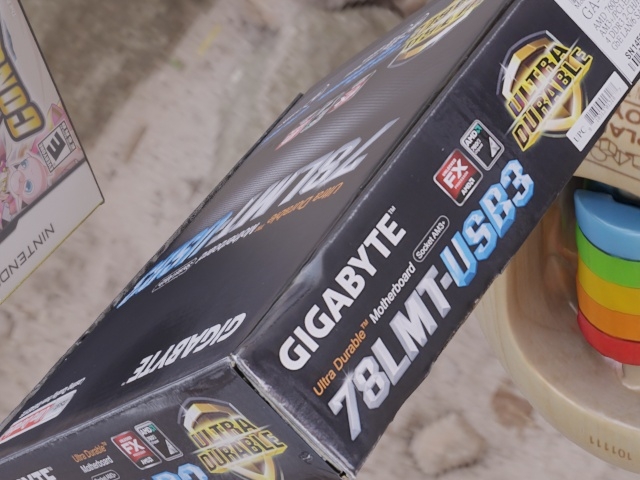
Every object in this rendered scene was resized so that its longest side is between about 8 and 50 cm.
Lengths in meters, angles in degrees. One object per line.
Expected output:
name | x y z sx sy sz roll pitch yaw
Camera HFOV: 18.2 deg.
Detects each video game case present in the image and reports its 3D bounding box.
video game case | -0.266 -0.071 1.305 0.035 0.275 0.248 1 35 34

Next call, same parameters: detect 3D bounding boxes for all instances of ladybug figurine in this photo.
ladybug figurine | 0.256 -0.006 1.512 0.305 0.449 0.162 24 52 24

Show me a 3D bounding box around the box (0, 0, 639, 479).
box | 0.000 0.000 0.872 0.073 0.295 0.293 46 59 -9
